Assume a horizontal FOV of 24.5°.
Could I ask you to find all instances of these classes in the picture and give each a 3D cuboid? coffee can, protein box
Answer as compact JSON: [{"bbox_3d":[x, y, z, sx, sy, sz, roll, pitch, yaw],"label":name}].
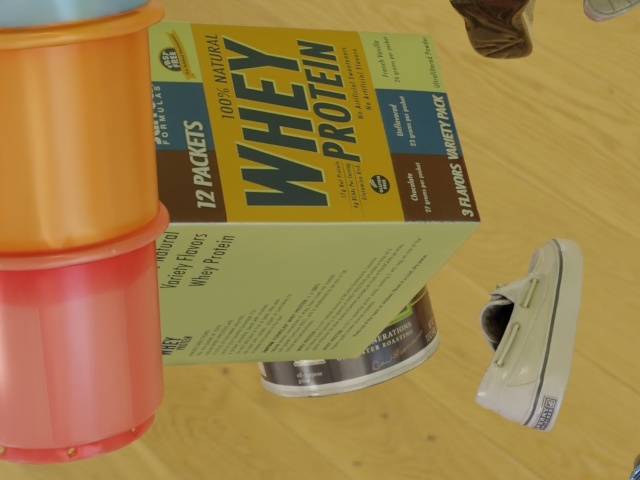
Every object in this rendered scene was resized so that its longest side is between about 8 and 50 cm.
[{"bbox_3d":[0.000,0.000,1.556,0.201,0.201,0.275,-7,106,30],"label":"coffee can"},{"bbox_3d":[-0.044,-0.023,0.916,0.200,0.201,0.136,127,137,-55],"label":"protein box"}]

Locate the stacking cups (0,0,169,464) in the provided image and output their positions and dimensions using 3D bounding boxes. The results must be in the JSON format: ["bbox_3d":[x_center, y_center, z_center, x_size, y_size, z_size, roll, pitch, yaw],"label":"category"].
[{"bbox_3d":[-0.082,-0.091,0.397,0.096,0.096,0.316,6,109,31],"label":"stacking cups"}]

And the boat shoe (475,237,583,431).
[{"bbox_3d":[0.197,0.080,1.432,0.088,0.267,0.096,16,130,3],"label":"boat shoe"}]

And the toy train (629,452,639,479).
[{"bbox_3d":[0.438,0.235,1.662,0.105,0.080,0.184,41,114,7],"label":"toy train"}]

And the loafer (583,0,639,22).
[{"bbox_3d":[0.259,-0.220,1.219,0.045,0.039,0.125,42,72,6],"label":"loafer"}]

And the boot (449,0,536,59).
[{"bbox_3d":[0.164,-0.279,1.341,0.077,0.213,0.165,3,72,13],"label":"boot"}]
